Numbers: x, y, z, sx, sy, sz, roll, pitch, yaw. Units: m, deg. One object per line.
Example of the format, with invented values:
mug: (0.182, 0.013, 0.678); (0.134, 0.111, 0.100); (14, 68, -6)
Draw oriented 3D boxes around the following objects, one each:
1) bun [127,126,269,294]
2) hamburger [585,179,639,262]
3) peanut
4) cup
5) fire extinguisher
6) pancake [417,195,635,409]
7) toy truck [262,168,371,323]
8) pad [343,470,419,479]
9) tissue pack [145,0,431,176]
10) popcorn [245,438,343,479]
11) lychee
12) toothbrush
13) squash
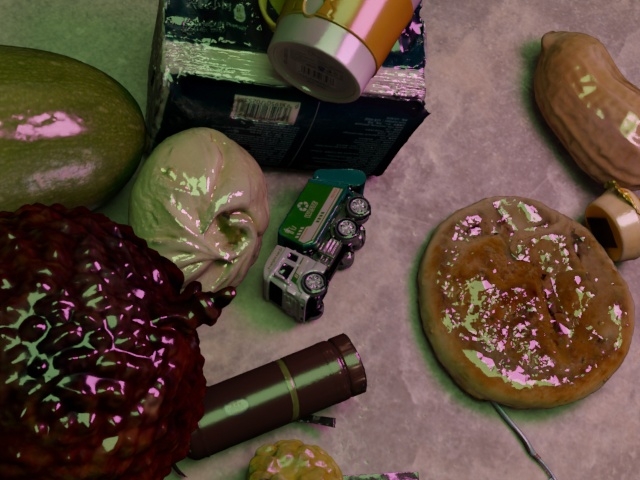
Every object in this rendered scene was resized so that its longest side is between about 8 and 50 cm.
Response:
bun: (-0.165, -0.025, 1.549); (0.160, 0.259, 0.259); (19, 58, 32)
hamburger: (0.513, -0.033, 1.799); (0.081, 0.126, 0.141); (-22, 80, -13)
peanut: (0.489, -0.238, 1.864); (0.174, 0.158, 0.340); (-35, 76, -3)
cup: (0.012, -0.331, 1.489); (0.241, 0.185, 0.226); (15, 70, 27)
fire extinguisher: (-0.100, 0.252, 1.531); (0.341, 0.105, 0.141); (-21, 96, -15)
pancake: (0.338, 0.091, 1.722); (0.387, 0.082, 0.387); (5, 63, -9)
toy truck: (0.000, 0.000, 1.660); (0.124, 0.114, 0.253); (27, 63, 12)
pad: (0.064, 0.412, 1.560); (0.190, 0.004, 0.127); (0, 68, -15)
tissue pack: (-0.058, -0.263, 1.664); (0.416, 0.264, 0.253); (5, 66, -13)
popcorn: (-0.044, 0.360, 1.472); (0.173, 0.142, 0.173); (12, 62, -24)
lychee: (-0.329, 0.156, 1.330); (0.500, 0.424, 0.425); (-15, 69, 13)
toothbrush: (0.323, 0.320, 1.663); (0.019, 0.013, 0.193); (-32, 80, -16)
squash: (-0.400, -0.164, 1.516); (0.309, 0.310, 0.310); (-17, 73, -22)
